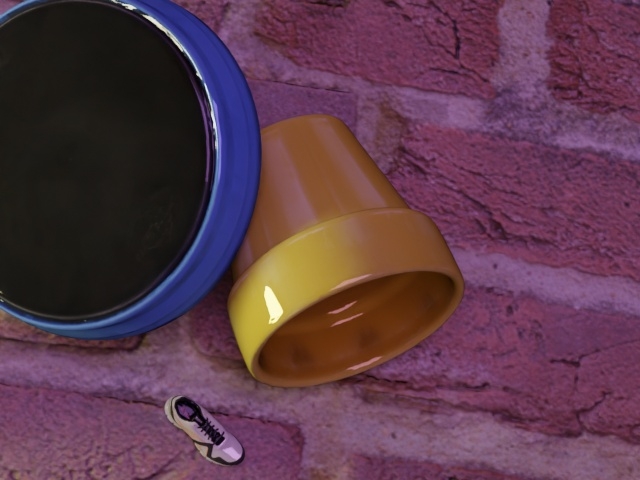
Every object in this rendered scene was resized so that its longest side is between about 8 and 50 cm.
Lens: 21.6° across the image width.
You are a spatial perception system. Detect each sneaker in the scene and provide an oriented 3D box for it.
[{"bbox_3d":[-0.130,0.213,1.876,0.109,0.044,0.040,38,72,0],"label":"sneaker"}]

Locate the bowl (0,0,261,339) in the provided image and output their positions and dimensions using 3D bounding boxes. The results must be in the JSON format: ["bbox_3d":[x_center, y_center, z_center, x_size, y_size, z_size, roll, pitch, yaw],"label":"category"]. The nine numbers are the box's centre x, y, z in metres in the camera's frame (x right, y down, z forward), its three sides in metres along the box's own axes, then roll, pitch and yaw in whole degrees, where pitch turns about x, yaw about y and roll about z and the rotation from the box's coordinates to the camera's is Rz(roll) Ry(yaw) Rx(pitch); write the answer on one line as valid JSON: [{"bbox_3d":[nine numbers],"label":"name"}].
[{"bbox_3d":[-0.255,-0.085,1.810,0.391,0.077,0.391,0,89,23],"label":"bowl"}]

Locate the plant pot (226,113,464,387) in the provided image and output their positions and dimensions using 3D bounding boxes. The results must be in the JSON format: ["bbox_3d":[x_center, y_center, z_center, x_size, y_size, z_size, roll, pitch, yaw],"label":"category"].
[{"bbox_3d":[0.000,0.000,1.858,0.254,0.254,0.239,-17,65,-13],"label":"plant pot"}]
